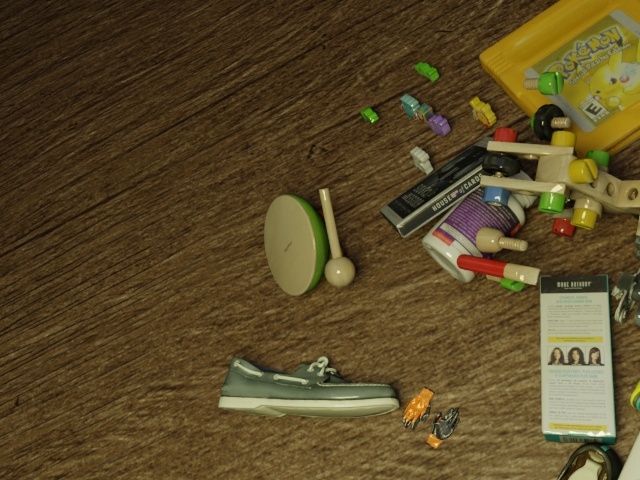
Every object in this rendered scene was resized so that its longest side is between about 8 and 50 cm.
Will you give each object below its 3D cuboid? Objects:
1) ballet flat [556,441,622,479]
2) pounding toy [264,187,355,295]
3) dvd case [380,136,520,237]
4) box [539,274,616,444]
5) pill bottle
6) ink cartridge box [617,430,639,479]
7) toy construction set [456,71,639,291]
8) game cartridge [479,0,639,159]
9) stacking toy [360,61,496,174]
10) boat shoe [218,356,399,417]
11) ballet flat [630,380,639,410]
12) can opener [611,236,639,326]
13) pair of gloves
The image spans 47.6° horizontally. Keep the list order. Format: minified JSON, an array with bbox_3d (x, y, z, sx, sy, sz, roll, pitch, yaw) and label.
[{"bbox_3d":[0.315,0.393,0.977,0.095,0.096,0.281,23,75,30],"label":"ballet flat"},{"bbox_3d":[0.000,0.000,1.299,0.236,0.110,0.183,-9,89,58],"label":"pounding toy"},{"bbox_3d":[0.218,-0.097,1.246,0.238,0.030,0.179,-34,12,3],"label":"dvd case"},{"bbox_3d":[0.383,0.174,1.083,0.100,0.060,0.244,-2,63,21],"label":"box"},{"bbox_3d":[0.271,-0.032,1.210,0.193,0.108,0.108,-46,57,-4],"label":"pill bottle"},{"bbox_3d":[0.451,0.445,0.854,0.279,0.160,0.385,23,75,30],"label":"ink cartridge box"},{"bbox_3d":[0.372,-0.050,1.053,0.237,0.257,0.309,14,61,52],"label":"toy construction set"},{"bbox_3d":[0.490,-0.311,1.298,0.285,0.053,0.324,-34,57,3],"label":"game cartridge"},{"bbox_3d":[0.199,-0.237,1.383,0.167,0.052,0.221,-38,51,-7],"label":"stacking toy"},{"bbox_3d":[-0.024,0.236,1.191,0.319,0.116,0.099,-5,66,26],"label":"boat shoe"},{"bbox_3d":[0.539,0.174,1.021,0.230,0.077,0.077,-21,37,8],"label":"ballet flat"},{"bbox_3d":[0.523,0.013,1.102,0.093,0.074,0.280,21,71,32],"label":"can opener"},{"bbox_3d":[0.174,0.280,1.146,0.083,0.010,0.074,32,79,32],"label":"pair of gloves"}]
